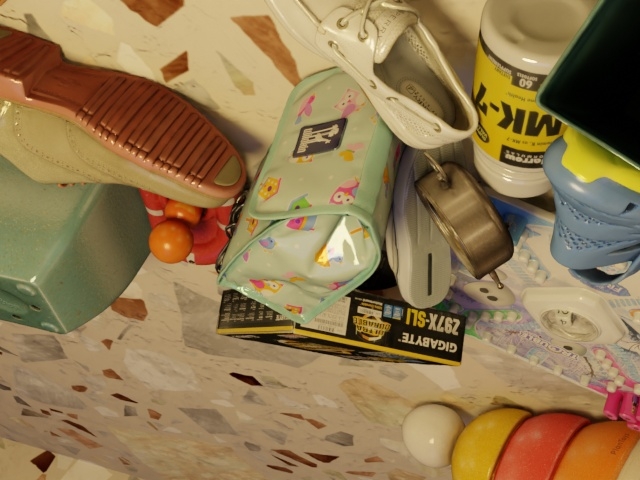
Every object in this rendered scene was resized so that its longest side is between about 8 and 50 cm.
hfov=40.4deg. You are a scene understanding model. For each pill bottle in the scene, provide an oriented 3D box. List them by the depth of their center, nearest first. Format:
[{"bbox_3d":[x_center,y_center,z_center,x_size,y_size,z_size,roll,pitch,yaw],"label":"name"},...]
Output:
[{"bbox_3d":[0.208,-0.142,0.852,0.119,0.119,0.209,11,148,12],"label":"pill bottle"}]

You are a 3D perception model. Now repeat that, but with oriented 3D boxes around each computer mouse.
[{"bbox_3d":[0.000,0.000,1.201,0.272,0.072,0.189,9,143,-9],"label":"computer mouse"}]

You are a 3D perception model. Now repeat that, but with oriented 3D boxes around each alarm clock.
[{"bbox_3d":[0.152,-0.035,0.942,0.064,0.129,0.192,-35,138,5],"label":"alarm clock"}]

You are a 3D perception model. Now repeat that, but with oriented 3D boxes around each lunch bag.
[{"bbox_3d":[0.006,-0.059,0.982,0.160,0.224,0.262,26,147,-12],"label":"lunch bag"}]

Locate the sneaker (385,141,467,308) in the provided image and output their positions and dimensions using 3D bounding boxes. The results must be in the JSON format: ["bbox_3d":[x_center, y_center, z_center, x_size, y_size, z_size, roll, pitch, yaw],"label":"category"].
[{"bbox_3d":[0.116,-0.037,1.075,0.094,0.091,0.258,-13,127,-21],"label":"sneaker"}]

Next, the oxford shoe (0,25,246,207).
[{"bbox_3d":[-0.281,-0.127,1.078,0.396,0.140,0.147,27,128,4],"label":"oxford shoe"}]

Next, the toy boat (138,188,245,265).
[{"bbox_3d":[-0.188,-0.034,1.189,0.150,0.151,0.231,11,148,11],"label":"toy boat"}]

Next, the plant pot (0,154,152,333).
[{"bbox_3d":[-0.390,-0.017,1.223,0.247,0.252,0.247,12,149,11],"label":"plant pot"}]

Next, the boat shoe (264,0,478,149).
[{"bbox_3d":[0.053,-0.198,0.822,0.277,0.098,0.096,41,169,-20],"label":"boat shoe"}]

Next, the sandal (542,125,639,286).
[{"bbox_3d":[0.283,-0.023,0.861,0.138,0.126,0.317,-48,150,14],"label":"sandal"}]

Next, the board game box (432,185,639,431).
[{"bbox_3d":[0.338,0.114,1.179,0.389,0.050,0.390,23,153,7],"label":"board game box"}]

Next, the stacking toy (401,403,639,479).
[{"bbox_3d":[0.360,0.409,1.548,0.479,0.351,0.351,20,154,34],"label":"stacking toy"}]

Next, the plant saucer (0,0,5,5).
[{"bbox_3d":[-0.442,-0.327,0.972,0.199,0.037,0.200,12,148,8],"label":"plant saucer"}]

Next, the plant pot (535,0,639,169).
[{"bbox_3d":[0.305,-0.130,0.698,0.165,0.166,0.234,37,-163,17],"label":"plant pot"}]

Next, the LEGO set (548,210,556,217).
[{"bbox_3d":[0.339,0.027,1.143,0.244,0.060,0.182,38,153,-24],"label":"LEGO set"}]

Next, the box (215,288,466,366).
[{"bbox_3d":[0.019,0.123,1.268,0.257,0.080,0.322,12,169,-24],"label":"box"}]
